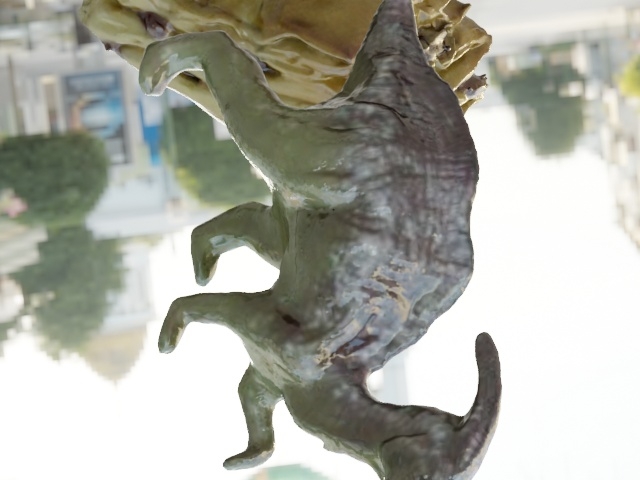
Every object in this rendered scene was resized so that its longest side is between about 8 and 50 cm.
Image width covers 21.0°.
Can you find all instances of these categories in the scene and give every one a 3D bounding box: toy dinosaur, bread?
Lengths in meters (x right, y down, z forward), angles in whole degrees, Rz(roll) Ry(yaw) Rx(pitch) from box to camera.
[{"bbox_3d":[0.003,0.004,0.827,0.162,0.294,0.077,-10,165,16],"label":"toy dinosaur"},{"bbox_3d":[-0.016,-0.233,1.742,0.370,0.191,0.314,36,-137,10],"label":"bread"}]
